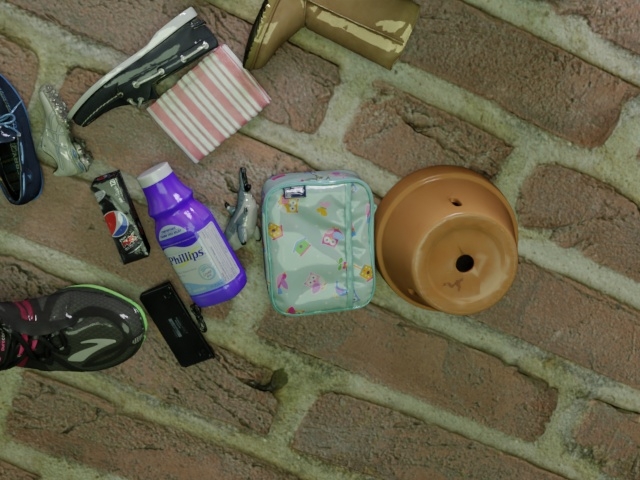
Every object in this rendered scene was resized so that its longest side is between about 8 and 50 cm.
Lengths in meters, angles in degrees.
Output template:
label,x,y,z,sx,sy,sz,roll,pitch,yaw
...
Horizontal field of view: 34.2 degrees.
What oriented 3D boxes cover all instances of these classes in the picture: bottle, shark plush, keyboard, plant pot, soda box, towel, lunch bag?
label,x,y,z,sx,sy,sz,roll,pitch,yaw
bottle,-0.249,-0.012,1.963,0.118,0.092,0.282,-17,110,31
shark plush,-0.159,-0.056,1.992,0.067,0.073,0.161,10,113,23
keyboard,-0.269,0.162,2.045,0.108,0.023,0.180,-21,109,24
plant pot,0.254,0.016,1.979,0.291,0.203,0.290,-2,105,-7
soda box,-0.376,-0.044,1.966,0.053,0.060,0.169,-20,107,0
towel,-0.210,-0.254,1.944,0.197,0.029,0.144,-39,106,8
lunch bag,0.000,0.000,1.994,0.224,0.108,0.279,-4,106,-5

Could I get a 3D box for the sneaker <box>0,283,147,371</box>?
label,x,y,z,sx,sy,sz,roll,pitch,yaw
sneaker,-0.566,0.185,1.935,0.483,0.202,0.185,0,106,-6

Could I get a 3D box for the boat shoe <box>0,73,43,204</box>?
label,x,y,z,sx,sy,sz,roll,pitch,yaw
boat shoe,-0.570,-0.189,1.881,0.109,0.089,0.258,-20,106,14

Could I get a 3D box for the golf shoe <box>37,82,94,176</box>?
label,x,y,z,sx,sy,sz,roll,pitch,yaw
golf shoe,-0.491,-0.197,1.910,0.086,0.069,0.176,-20,105,7

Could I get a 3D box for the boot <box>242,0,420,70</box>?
label,x,y,z,sx,sy,sz,roll,pitch,yaw
boot,0.018,-0.376,1.903,0.270,0.089,0.236,22,103,-13

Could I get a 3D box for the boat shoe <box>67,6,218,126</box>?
label,x,y,z,sx,sy,sz,roll,pitch,yaw
boat shoe,-0.320,-0.293,1.875,0.302,0.114,0.091,-39,100,6
